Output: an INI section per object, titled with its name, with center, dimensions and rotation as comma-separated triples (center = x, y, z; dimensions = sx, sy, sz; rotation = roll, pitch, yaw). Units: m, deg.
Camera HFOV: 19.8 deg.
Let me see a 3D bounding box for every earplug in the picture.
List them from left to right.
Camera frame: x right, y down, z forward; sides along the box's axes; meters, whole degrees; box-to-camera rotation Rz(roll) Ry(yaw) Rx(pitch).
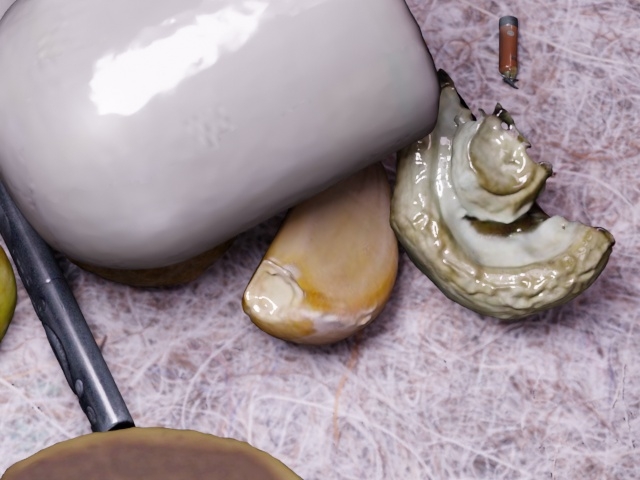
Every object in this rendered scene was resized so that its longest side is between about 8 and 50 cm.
[earplug]
center = -0.125, -0.146, 1.736
dimensions = 0.394, 0.312, 0.312
rotation = -30, 72, -9

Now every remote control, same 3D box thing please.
[remote control]
center = -0.285, 0.044, 1.894
dimensions = 0.044, 0.107, 0.377
rotation = -25, 71, -8

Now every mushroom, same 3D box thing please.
[mushroom]
center = 0.155, -0.030, 1.898
dimensions = 0.164, 0.189, 0.267
rotation = -42, 95, -7

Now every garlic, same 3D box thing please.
[garlic]
center = 0.005, 0.005, 1.889
dimensions = 0.145, 0.164, 0.245
rotation = 9, 55, 23

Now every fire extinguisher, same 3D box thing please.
[fire extinguisher]
center = 0.213, -0.210, 2.054
dimensions = 0.028, 0.022, 0.083
rotation = 14, 65, -28

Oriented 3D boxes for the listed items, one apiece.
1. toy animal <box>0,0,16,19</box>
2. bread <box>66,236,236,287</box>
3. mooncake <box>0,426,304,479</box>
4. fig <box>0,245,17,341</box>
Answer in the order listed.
[toy animal]
center = -0.434, -0.271, 1.988
dimensions = 0.235, 0.165, 0.187
rotation = 17, 72, 3
[bread]
center = -0.184, -0.053, 1.928
dimensions = 0.230, 0.123, 0.230
rotation = -1, 64, 1
[mooncake]
center = -0.146, 0.368, 1.662
dimensions = 0.394, 0.246, 0.393
rotation = 17, 46, 9
[fig]
center = -0.393, 0.035, 1.878
dimensions = 0.186, 0.142, 0.148
rotation = 37, 89, 29
